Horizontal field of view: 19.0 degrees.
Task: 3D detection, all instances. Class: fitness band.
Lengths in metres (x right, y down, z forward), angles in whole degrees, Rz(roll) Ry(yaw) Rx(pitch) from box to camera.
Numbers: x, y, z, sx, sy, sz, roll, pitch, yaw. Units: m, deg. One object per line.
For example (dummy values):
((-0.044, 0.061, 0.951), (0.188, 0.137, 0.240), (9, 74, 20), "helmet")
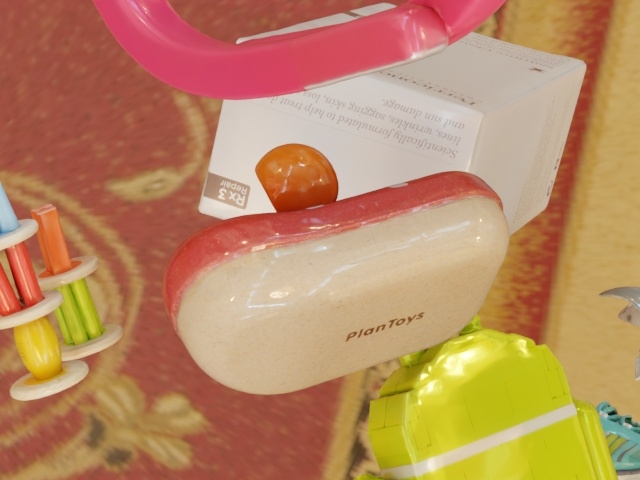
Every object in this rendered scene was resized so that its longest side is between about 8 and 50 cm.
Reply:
((-0.016, -0.175, 0.893), (0.054, 0.291, 0.209), (-20, 99, -43), "fitness band")

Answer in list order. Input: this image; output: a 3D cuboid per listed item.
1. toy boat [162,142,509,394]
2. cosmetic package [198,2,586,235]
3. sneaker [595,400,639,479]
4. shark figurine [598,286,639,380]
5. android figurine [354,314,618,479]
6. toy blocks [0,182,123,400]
((0.000, 0.000, 1.270), (0.231, 0.151, 0.151), (-15, 58, -26), "toy boat")
((0.074, -0.092, 1.630), (0.217, 0.385, 0.156), (18, 105, 14), "cosmetic package")
((0.246, 0.181, 1.579), (0.275, 0.107, 0.110), (-7, 58, 8), "sneaker")
((0.380, 0.086, 1.920), (0.166, 0.278, 0.116), (-15, 87, 11), "shark figurine")
((0.124, 0.181, 1.388), (0.248, 0.056, 0.272), (-18, 88, -38), "android figurine")
((-0.186, 0.014, 1.238), (0.054, 0.123, 0.148), (-13, 105, 17), "toy blocks")
